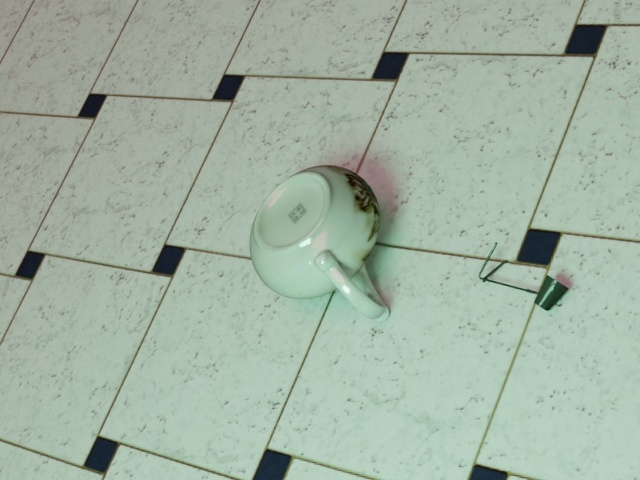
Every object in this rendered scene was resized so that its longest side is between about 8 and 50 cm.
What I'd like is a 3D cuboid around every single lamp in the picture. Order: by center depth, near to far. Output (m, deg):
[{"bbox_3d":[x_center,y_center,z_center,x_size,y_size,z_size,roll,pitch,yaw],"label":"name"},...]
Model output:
[{"bbox_3d":[0.261,0.055,1.766,0.121,0.041,0.054,36,95,42],"label":"lamp"}]

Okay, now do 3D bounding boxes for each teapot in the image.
[{"bbox_3d":[0.000,0.000,1.936,0.204,0.139,0.298,-36,43,10],"label":"teapot"}]
